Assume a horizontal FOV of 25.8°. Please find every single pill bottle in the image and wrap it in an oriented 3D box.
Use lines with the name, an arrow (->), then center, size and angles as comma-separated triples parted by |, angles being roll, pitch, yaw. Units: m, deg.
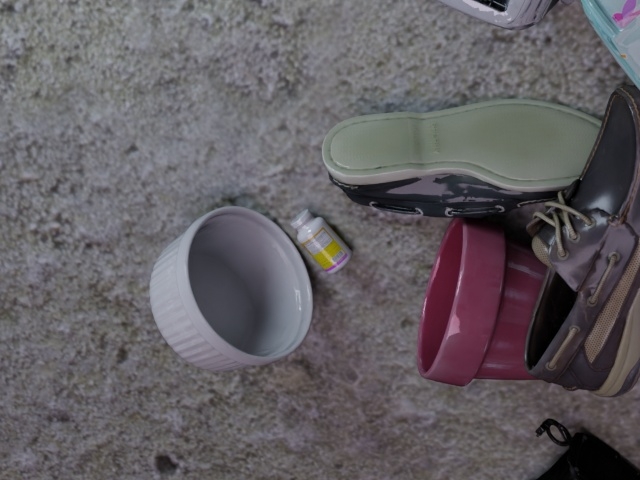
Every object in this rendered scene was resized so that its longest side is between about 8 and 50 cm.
pill bottle -> 0.000, 0.000, 1.776 | 0.043, 0.043, 0.083 | -34, 103, 34

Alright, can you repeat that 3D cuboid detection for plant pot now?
plant pot -> 0.227, 0.085, 1.661 | 0.180, 0.201, 0.201 | 13, 126, -6

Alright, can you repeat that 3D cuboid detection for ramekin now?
ramekin -> -0.121, 0.069, 1.774 | 0.109, 0.207, 0.207 | -26, 108, 42

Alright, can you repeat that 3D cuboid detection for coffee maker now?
coffee maker -> 0.314, 0.341, 1.837 | 0.171, 0.120, 0.178 | 51, 127, 15

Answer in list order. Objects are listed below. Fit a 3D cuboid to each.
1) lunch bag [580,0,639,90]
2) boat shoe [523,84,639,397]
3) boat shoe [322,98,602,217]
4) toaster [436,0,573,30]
lunch bag -> 0.382, -0.184, 1.400 | 0.108, 0.224, 0.279 | -38, 96, 24
boat shoe -> 0.294, 0.009, 1.488 | 0.130, 0.132, 0.355 | 1, 110, -13
boat shoe -> 0.177, -0.079, 1.616 | 0.340, 0.127, 0.113 | -4, 146, 7
toaster -> 0.168, -0.313, 1.447 | 0.227, 0.146, 0.129 | 26, 126, 5
